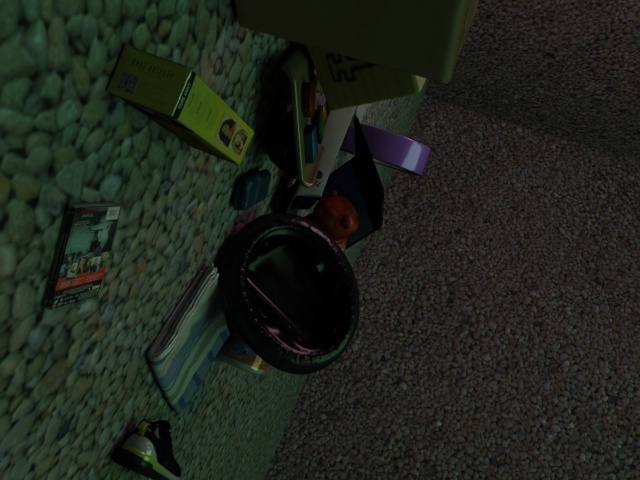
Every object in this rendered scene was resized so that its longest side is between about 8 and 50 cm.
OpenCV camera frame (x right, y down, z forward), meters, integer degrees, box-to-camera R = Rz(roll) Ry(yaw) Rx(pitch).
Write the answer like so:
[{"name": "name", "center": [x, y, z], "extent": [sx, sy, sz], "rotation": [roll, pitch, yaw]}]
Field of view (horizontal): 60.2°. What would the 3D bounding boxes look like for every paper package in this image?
[{"name": "paper package", "center": [0.053, -0.387, 0.676], "extent": [0.309, 0.324, 0.168], "rotation": [88, 24, -62]}]

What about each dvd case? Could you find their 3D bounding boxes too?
[{"name": "dvd case", "center": [-0.271, 0.015, 0.632], "extent": [0.087, 0.013, 0.120], "rotation": [-23, 134, -76]}]

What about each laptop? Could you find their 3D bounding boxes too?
[{"name": "laptop", "center": [0.064, -0.133, 1.403], "extent": [0.264, 0.136, 0.234], "rotation": [80, -6, -63]}]

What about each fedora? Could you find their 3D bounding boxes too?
[{"name": "fedora", "center": [-0.080, 0.115, 1.157], "extent": [0.152, 0.334, 0.334], "rotation": [-23, -145, 55]}]

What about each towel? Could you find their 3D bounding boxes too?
[{"name": "towel", "center": [-0.133, -0.100, 1.068], "extent": [0.119, 0.029, 0.067], "rotation": [-43, 151, -66]}, {"name": "towel", "center": [-0.241, 0.197, 1.057], "extent": [0.285, 0.034, 0.209], "rotation": [96, 19, -54]}]

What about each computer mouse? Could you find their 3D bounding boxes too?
[{"name": "computer mouse", "center": [-0.073, -0.186, 1.149], "extent": [0.262, 0.060, 0.184], "rotation": [-75, 174, -57]}]

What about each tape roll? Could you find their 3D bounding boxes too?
[{"name": "tape roll", "center": [0.200, -0.286, 1.731], "extent": [0.275, 0.274, 0.090], "rotation": [-16, 125, -77]}]

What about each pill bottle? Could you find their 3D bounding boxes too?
[{"name": "pill bottle", "center": [-0.147, 0.188, 1.273], "extent": [0.121, 0.121, 0.216], "rotation": [69, 41, -74]}]

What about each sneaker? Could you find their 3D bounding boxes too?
[{"name": "sneaker", "center": [-0.291, 0.382, 1.006], "extent": [0.235, 0.084, 0.097], "rotation": [90, 22, -61]}]

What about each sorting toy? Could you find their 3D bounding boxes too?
[{"name": "sorting toy", "center": [-0.014, -0.269, 1.101], "extent": [0.307, 0.041, 0.229], "rotation": [-75, 160, -58]}]

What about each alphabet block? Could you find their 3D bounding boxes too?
[{"name": "alphabet block", "center": [0.095, -0.391, 1.053], "extent": [0.197, 0.193, 0.192], "rotation": [66, 34, -32]}]

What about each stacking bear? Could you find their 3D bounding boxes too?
[{"name": "stacking bear", "center": [0.000, 0.000, 1.366], "extent": [0.289, 0.164, 0.175], "rotation": [-56, -134, 45]}]

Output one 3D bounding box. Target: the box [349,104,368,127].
[{"name": "box", "center": [0.076, -0.371, 1.462], "extent": [0.101, 0.087, 0.102], "rotation": [74, 37, -72]}]

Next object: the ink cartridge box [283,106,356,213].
[{"name": "ink cartridge box", "center": [-0.004, -0.190, 1.348], "extent": [0.165, 0.065, 0.333], "rotation": [148, -34, -78]}]

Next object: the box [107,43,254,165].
[{"name": "box", "center": [-0.160, -0.157, 0.684], "extent": [0.232, 0.087, 0.058], "rotation": [26, 86, -80]}]
